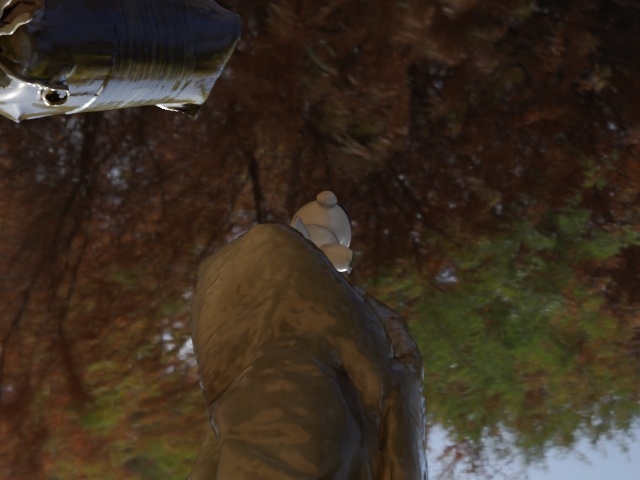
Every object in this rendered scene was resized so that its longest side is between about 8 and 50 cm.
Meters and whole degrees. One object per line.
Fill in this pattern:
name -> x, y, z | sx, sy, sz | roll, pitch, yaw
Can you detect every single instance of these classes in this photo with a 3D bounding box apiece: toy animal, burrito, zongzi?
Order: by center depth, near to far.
burrito -> 0.000, 0.111, 0.620 | 0.332, 0.190, 0.135 | -91, -157, -51
zongzi -> -0.206, -0.178, 0.623 | 0.241, 0.247, 0.111 | 41, -65, 14
toy animal -> -0.003, 0.005, 0.931 | 0.085, 0.071, 0.124 | -60, -177, 29
